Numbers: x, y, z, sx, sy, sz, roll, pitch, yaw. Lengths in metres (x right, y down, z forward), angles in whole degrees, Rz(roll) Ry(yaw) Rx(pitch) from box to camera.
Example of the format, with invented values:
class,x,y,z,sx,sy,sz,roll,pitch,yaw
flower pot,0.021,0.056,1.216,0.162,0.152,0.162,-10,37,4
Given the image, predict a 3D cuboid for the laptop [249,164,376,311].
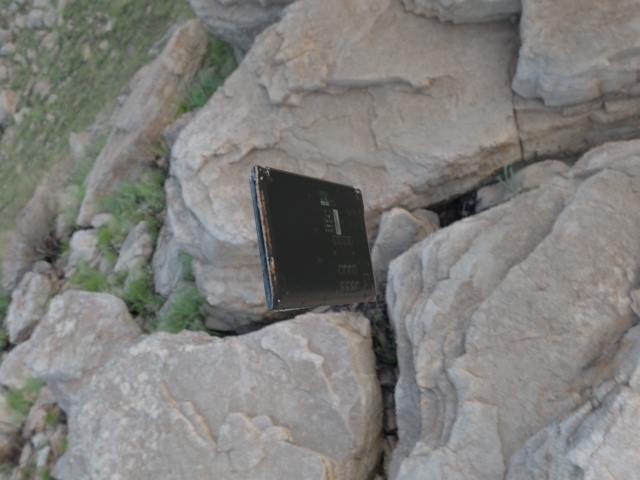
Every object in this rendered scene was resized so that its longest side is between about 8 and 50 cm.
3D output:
class,x,y,z,sx,sy,sz,roll,pitch,yaw
laptop,0.000,0.000,0.562,0.016,0.180,0.129,-15,80,34
